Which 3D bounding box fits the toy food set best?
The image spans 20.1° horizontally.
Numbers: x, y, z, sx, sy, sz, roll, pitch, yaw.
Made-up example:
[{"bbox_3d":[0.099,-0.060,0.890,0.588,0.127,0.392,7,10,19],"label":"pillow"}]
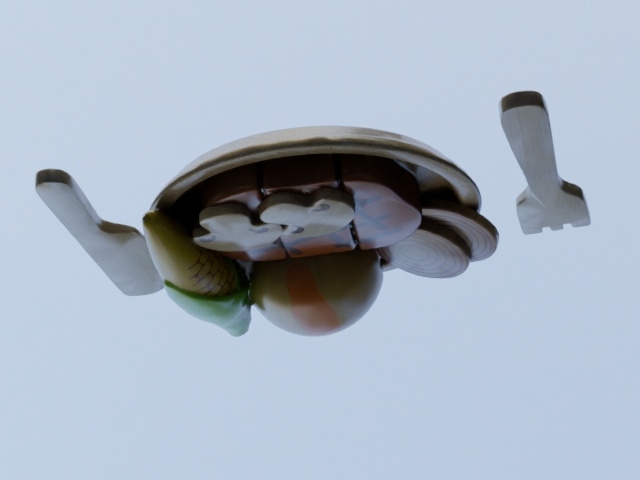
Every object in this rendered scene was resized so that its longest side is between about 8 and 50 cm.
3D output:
[{"bbox_3d":[0.000,0.000,0.668,0.192,0.132,0.039,-9,-114,12],"label":"toy food set"}]
